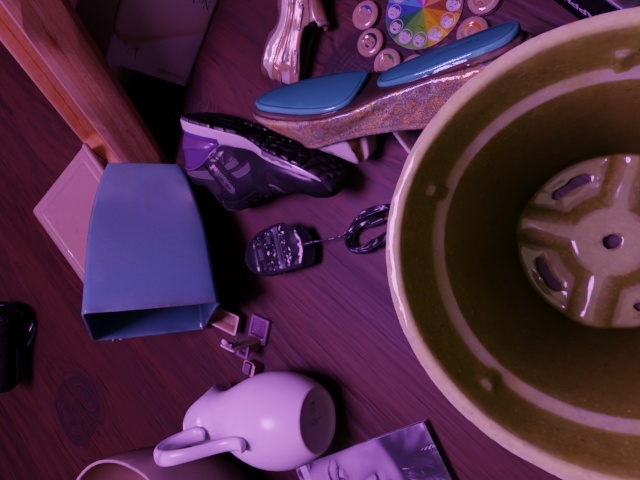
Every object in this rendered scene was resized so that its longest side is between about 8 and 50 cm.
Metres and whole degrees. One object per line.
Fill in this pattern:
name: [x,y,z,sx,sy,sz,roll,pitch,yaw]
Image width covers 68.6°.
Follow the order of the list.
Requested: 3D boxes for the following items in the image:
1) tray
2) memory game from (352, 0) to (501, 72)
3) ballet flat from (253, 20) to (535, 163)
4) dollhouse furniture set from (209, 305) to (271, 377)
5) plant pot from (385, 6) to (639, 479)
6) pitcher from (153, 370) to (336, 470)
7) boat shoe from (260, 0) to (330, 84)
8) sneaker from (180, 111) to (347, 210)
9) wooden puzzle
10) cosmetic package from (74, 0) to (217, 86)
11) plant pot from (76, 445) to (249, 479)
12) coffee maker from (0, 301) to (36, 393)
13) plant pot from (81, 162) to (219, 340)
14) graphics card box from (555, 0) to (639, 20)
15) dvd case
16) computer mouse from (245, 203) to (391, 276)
tray: [-0.376,-0.261,0.676,0.203,0.410,0.076,35,70,26]
memory game: [0.123,-0.282,0.568,0.186,0.012,0.186,1,92,32]
ballet flat: [0.072,-0.150,0.555,0.349,0.123,0.123,-3,90,33]
dollhouse furniture set: [-0.151,0.151,0.711,0.115,0.081,0.090,18,101,30]
plant pot: [0.229,0.006,0.372,0.276,0.254,0.275,1,92,31]
pitcher: [-0.100,0.251,0.627,0.207,0.178,0.125,-13,95,32]
boat shoe: [-0.017,-0.303,0.631,0.072,0.068,0.189,26,115,16]
sneaker: [-0.086,-0.092,0.669,0.283,0.107,0.124,26,119,32]
wooden puzzle: [-0.420,-0.027,0.878,0.239,0.044,0.220,-37,88,31]
cosmetic package: [-0.237,-0.412,0.701,0.113,0.160,0.309,35,110,25]
plant pot: [-0.201,0.424,0.688,0.284,0.191,0.283,2,93,32]
coffee maker: [-0.723,0.238,1.017,0.120,0.171,0.178,9,98,15]
plant pot: [-0.259,0.010,0.702,0.165,0.166,0.234,131,132,-59]
graphics card box: [0.270,-0.353,0.425,0.232,0.094,0.371,-48,70,21]
dvd case: [0.082,0.346,0.612,0.221,0.018,0.164,-33,75,28]
computer mouse: [0.000,0.000,0.645,0.242,0.041,0.071,-14,83,25]
